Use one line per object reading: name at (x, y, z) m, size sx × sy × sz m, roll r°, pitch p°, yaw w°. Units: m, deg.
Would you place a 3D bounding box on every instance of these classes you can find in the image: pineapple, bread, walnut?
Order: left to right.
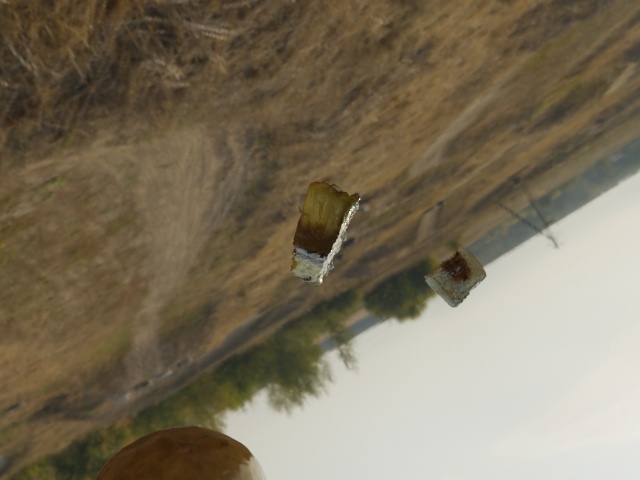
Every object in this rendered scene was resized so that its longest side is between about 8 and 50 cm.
walnut at (-0.162, 0.325, 0.884) m, size 0.203 × 0.203 × 0.297 m, roll -23°, pitch 140°, yaw -58°
pineapple at (0.000, 0.000, 1.062) m, size 0.116 × 0.069 × 0.137 m, roll -58°, pitch 162°, yaw -68°
bread at (0.213, 0.057, 1.312) m, size 0.083 × 0.070 × 0.035 m, roll -38°, pitch 171°, yaw -18°
